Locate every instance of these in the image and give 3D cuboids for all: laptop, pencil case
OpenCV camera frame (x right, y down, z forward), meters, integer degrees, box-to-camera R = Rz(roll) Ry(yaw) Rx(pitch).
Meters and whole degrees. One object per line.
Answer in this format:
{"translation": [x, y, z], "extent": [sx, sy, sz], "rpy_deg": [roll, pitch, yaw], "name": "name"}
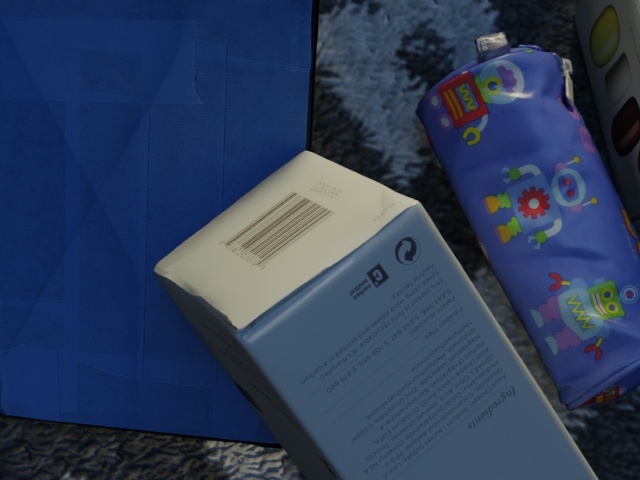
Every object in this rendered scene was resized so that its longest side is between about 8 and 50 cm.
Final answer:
{"translation": [-0.232, 0.003, 1.207], "extent": [0.236, 0.408, 0.382], "rpy_deg": [20, 116, 38], "name": "laptop"}
{"translation": [0.193, -0.018, 1.383], "extent": [0.133, 0.119, 0.306], "rpy_deg": [-28, 82, 15], "name": "pencil case"}

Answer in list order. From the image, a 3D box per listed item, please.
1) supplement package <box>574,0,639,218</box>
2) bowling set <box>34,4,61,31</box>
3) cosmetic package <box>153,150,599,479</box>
{"translation": [0.314, -0.140, 1.372], "extent": [0.149, 0.203, 0.194], "rpy_deg": [-12, 79, -5], "name": "supplement package"}
{"translation": [-0.195, -0.109, 1.349], "extent": [0.287, 0.200, 0.154], "rpy_deg": [-31, 83, -4], "name": "bowling set"}
{"translation": [0.067, 0.140, 1.223], "extent": [0.156, 0.217, 0.385], "rpy_deg": [-37, 111, -10], "name": "cosmetic package"}
